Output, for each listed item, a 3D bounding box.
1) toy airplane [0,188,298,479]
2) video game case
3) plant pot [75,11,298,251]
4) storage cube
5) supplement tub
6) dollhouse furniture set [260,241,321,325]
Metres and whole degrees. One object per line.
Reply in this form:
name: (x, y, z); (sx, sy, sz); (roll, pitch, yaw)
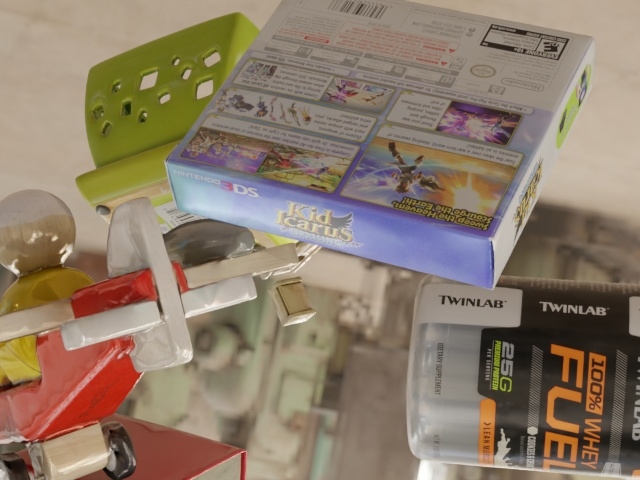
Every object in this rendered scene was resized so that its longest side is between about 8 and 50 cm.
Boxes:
toy airplane: (-0.235, 0.059, 1.481); (0.384, 0.272, 0.386); (-30, 161, 8)
video game case: (0.052, -0.093, 1.243); (0.269, 0.244, 0.061); (14, 138, 21)
plant pot: (-0.136, -0.092, 1.807); (0.227, 0.207, 0.228); (-16, 136, 28)
storage cube: (-0.212, 0.314, 1.699); (0.193, 0.184, 0.215); (11, -163, 29)
supplement tub: (0.249, 0.135, 1.556); (0.316, 0.194, 0.193); (3, 171, 9)
dollhouse furniture set: (0.000, 0.000, 2.126); (0.161, 0.182, 0.101); (-12, 159, -37)
